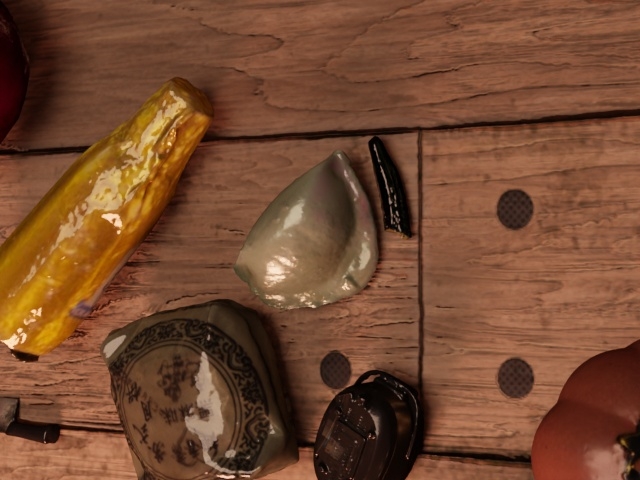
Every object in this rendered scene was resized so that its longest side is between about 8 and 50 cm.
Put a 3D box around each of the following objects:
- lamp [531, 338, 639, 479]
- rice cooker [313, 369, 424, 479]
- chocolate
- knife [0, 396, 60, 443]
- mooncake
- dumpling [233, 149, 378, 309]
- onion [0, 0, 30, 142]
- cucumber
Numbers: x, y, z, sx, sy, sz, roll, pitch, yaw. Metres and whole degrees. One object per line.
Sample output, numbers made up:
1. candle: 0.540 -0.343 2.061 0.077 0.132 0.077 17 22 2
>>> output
1. lamp: 0.360 0.249 1.507 0.305 0.239 0.306 2 79 -9
2. rice cooker: 0.058 0.242 1.775 0.112 0.106 0.165 29 115 32
3. chocolate: -0.304 -0.033 1.974 0.445 0.162 0.162 -47 66 21
4. knife: -0.472 0.260 2.157 0.230 0.028 0.060 3 78 35
5. mooncake: -0.164 0.207 1.896 0.254 0.136 0.250 -19 83 31
6. dumpling: -0.006 -0.006 1.834 0.217 0.149 0.105 -56 25 12
7. onion: -0.549 -0.230 2.075 0.260 0.282 0.337 35 124 -7
8. cucumber: 0.086 -0.066 1.804 0.034 0.033 0.135 -8 83 -6
